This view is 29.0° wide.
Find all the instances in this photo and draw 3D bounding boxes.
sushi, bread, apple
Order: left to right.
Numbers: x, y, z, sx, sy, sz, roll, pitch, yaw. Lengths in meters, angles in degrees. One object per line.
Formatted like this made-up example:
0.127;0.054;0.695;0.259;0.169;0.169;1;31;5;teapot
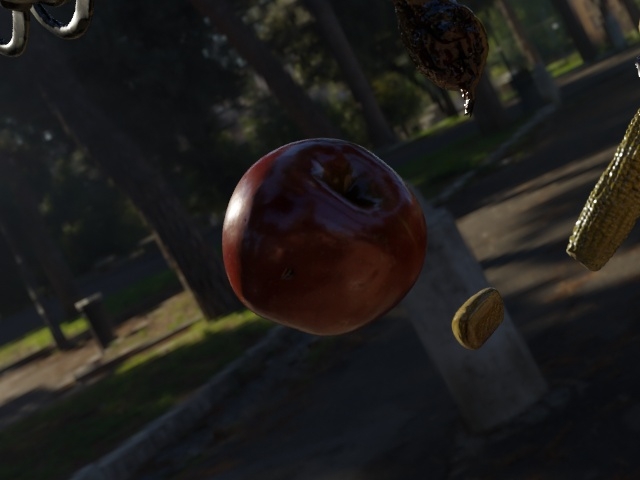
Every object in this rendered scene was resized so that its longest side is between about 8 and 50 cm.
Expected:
0.000;0.000;1.579;0.260;0.260;0.217;-35;-21;-54;apple
0.080;-0.130;0.799;0.050;0.099;0.047;-42;23;7;sushi
0.269;0.134;2.149;0.056;0.082;0.115;12;47;41;bread

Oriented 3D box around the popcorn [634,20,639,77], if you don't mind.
0.499;-0.182;1.355;0.381;0.349;0.349;-28;6;-39;popcorn

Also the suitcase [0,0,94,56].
-0.319;-0.349;1.212;0.194;0.339;0.351;-21;29;-32;suitcase

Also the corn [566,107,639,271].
0.444;-0.086;1.758;0.288;0.086;0.086;-63;-5;18;corn
